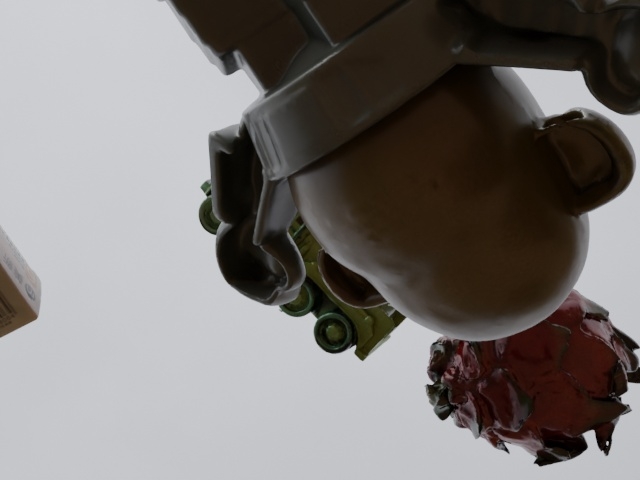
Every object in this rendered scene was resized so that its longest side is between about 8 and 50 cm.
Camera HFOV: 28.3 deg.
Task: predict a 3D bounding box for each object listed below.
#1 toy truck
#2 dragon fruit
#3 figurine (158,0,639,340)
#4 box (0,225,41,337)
[{"bbox_3d":[-0.004,0.000,1.404,0.259,0.128,0.135,42,-70,9],"label":"toy truck"},{"bbox_3d":[0.243,0.138,1.380,0.274,0.192,0.193,-4,-84,-14],"label":"dragon fruit"},{"bbox_3d":[0.042,-0.070,0.709,0.167,0.342,0.285,-39,-83,-28],"label":"figurine"},{"bbox_3d":[-0.465,0.044,1.334,0.274,0.091,0.220,-26,-61,2],"label":"box"}]
